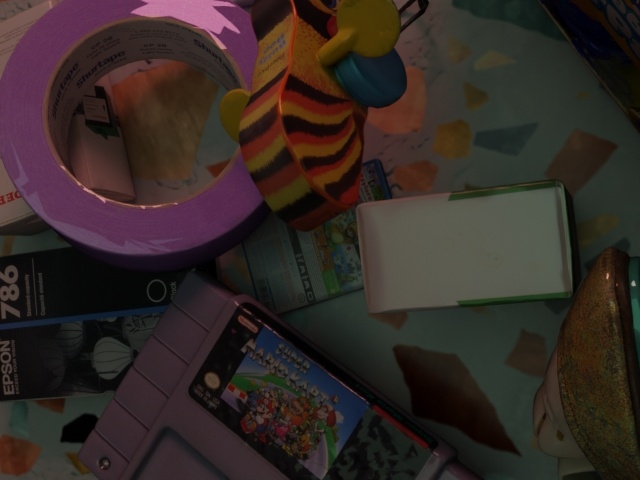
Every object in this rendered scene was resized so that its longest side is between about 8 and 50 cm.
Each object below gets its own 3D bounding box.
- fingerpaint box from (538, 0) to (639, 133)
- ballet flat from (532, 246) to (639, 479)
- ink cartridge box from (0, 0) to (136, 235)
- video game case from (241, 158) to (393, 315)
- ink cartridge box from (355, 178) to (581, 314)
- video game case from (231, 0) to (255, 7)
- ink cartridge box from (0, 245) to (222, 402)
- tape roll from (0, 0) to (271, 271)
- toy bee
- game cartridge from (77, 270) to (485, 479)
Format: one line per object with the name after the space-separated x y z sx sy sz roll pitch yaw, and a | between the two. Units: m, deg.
0.224 -0.237 0.554 0.163 0.371 0.445 -35 77 15 | fingerpaint box
0.222 0.149 0.591 0.123 0.123 0.348 -23 125 17 | ballet flat
-0.314 -0.128 0.890 0.160 0.092 0.220 -17 82 19 | ink cartridge box
0.000 0.000 0.811 0.166 0.015 0.119 -19 80 18 | video game case
0.133 0.006 0.661 0.153 0.208 0.087 -7 88 20 | ink cartridge box
-0.139 -0.345 0.875 0.183 0.023 0.201 -7 85 19 | video game case
-0.264 0.089 0.878 0.332 0.065 0.165 -9 85 20 | ink cartridge box
-0.163 -0.111 0.779 0.274 0.090 0.275 1 79 -5 | tape roll
-0.019 -0.155 0.670 0.162 0.298 0.195 39 115 -22 | toy bee
-0.039 0.208 0.715 0.355 0.068 0.230 34 100 22 | game cartridge
